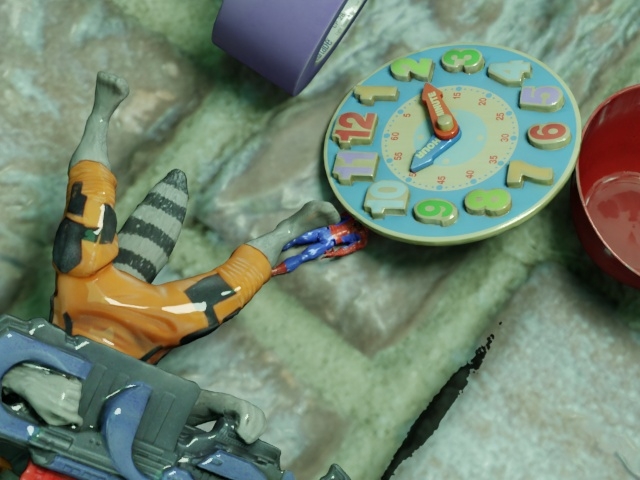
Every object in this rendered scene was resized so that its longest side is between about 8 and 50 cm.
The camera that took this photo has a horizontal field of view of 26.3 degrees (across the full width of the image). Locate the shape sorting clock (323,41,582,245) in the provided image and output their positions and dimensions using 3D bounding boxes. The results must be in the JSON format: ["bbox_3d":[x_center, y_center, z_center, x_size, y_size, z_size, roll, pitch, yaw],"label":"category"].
[{"bbox_3d":[0.103,-0.083,1.086,0.206,0.040,0.206,-10,51,13],"label":"shape sorting clock"}]

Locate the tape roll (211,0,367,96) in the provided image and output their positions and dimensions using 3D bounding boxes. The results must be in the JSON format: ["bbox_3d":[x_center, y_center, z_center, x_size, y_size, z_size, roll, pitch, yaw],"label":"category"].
[{"bbox_3d":[-0.002,-0.213,1.074,0.080,0.189,0.189,34,66,0],"label":"tape roll"}]

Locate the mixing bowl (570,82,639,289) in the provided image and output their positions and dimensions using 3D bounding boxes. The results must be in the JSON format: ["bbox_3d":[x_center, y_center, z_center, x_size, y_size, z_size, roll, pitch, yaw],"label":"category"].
[{"bbox_3d":[0.276,-0.028,1.117,0.181,0.098,0.181,4,69,-11],"label":"mixing bowl"}]

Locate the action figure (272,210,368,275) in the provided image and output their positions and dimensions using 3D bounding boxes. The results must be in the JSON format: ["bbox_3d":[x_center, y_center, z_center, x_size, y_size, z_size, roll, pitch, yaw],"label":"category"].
[{"bbox_3d":[0.000,0.000,1.081,0.115,0.030,0.038,-20,70,-21],"label":"action figure"}]

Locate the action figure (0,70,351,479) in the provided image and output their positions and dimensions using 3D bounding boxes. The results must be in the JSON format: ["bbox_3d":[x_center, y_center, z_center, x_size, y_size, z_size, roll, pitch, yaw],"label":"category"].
[{"bbox_3d":[-0.114,0.098,0.978,0.341,0.178,0.330,35,71,-26],"label":"action figure"}]
